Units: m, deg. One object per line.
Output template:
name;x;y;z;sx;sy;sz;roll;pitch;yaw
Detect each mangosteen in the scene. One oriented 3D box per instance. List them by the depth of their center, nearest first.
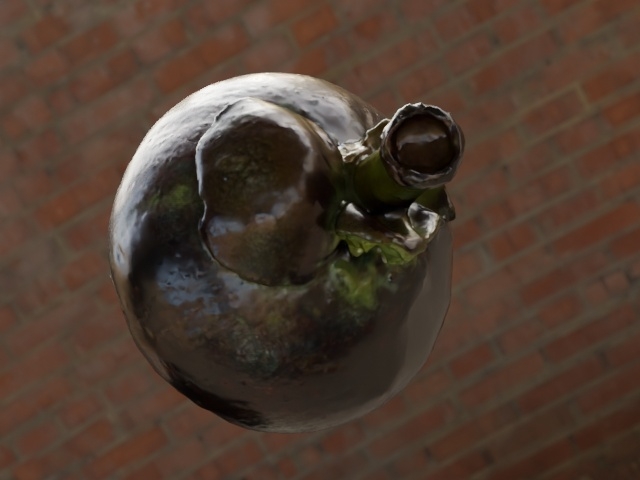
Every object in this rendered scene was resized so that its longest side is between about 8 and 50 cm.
mangosteen;0.000;0.000;1.043;0.231;0.231;0.289;-43;15;-35
